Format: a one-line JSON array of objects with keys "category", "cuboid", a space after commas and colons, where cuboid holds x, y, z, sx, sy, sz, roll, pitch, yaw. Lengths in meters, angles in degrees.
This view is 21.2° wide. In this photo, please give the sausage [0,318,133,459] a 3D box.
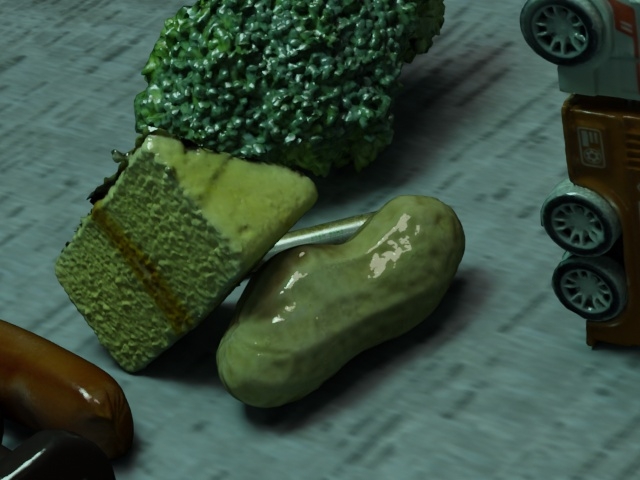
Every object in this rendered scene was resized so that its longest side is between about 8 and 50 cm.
[{"category": "sausage", "cuboid": [-0.276, 0.128, 1.603, 0.300, 0.089, 0.083, 18, 36, 41]}]

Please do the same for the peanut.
[{"category": "peanut", "cuboid": [0.018, 0.046, 1.552, 0.274, 0.125, 0.111, -33, 12, -22]}]

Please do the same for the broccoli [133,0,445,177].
[{"category": "broccoli", "cuboid": [-0.020, -0.217, 1.824, 0.277, 0.339, 0.317, 18, 17, 3]}]

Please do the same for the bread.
[{"category": "bread", "cuboid": [-0.126, 0.016, 1.570, 0.178, 0.266, 0.142, 0, 66, -29]}]

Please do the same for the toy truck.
[{"category": "toy truck", "cuboid": [0.300, -0.090, 1.388, 0.206, 0.388, 0.173, 12, 44, 30]}]

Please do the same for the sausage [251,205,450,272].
[{"category": "sausage", "cuboid": [0.000, 0.000, 1.710, 0.269, 0.033, 0.033, -13, 33, 7]}]

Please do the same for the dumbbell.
[{"category": "dumbbell", "cuboid": [-0.288, 0.200, 1.472, 0.225, 0.124, 0.140, 20, 48, 43]}]
